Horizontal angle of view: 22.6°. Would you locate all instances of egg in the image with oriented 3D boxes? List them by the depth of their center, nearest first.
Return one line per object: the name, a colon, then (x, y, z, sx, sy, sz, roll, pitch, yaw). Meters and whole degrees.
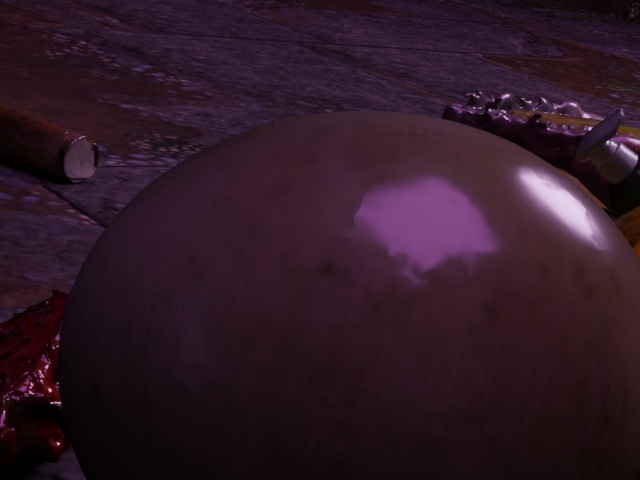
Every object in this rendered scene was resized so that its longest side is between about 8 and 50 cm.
egg: (0.003, 0.055, 0.652, 0.218, 0.218, 0.295, -4, 9, -41)

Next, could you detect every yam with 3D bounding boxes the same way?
yam: (-0.299, -0.104, 1.365, 0.264, 0.046, 0.046, 20, 18, 30)

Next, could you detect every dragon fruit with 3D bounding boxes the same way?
dragon fruit: (-0.144, 0.086, 0.788, 0.097, 0.063, 0.131, -26, 22, -7)

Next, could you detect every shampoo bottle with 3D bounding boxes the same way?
shampoo bottle: (0.283, -0.020, 1.235, 0.204, 0.065, 0.065, 36, 11, -12)

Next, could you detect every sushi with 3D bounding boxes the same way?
sushi: (0.225, -0.065, 1.437, 0.241, 0.107, 0.161, 3, 14, -44)

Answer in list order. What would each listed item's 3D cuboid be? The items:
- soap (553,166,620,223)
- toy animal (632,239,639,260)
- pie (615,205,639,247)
soap: (0.157, -0.010, 1.260, 0.140, 0.073, 0.232, 8, 15, -8)
toy animal: (0.272, 0.014, 0.776, 0.278, 0.246, 0.345, 13, 42, 18)
pie: (0.326, 0.064, 1.047, 0.355, 0.103, 0.288, 3, 23, -27)
